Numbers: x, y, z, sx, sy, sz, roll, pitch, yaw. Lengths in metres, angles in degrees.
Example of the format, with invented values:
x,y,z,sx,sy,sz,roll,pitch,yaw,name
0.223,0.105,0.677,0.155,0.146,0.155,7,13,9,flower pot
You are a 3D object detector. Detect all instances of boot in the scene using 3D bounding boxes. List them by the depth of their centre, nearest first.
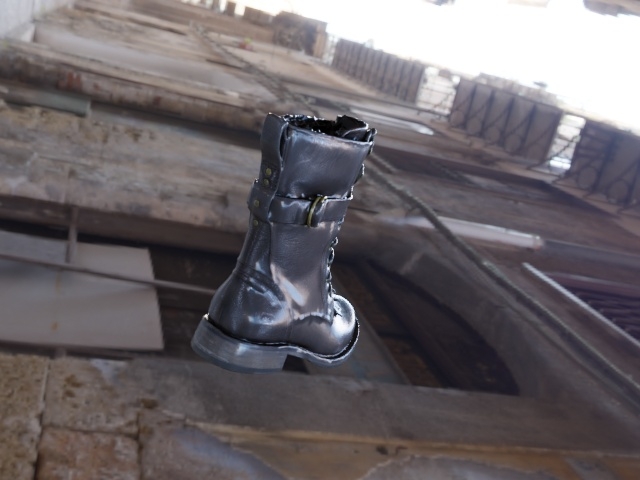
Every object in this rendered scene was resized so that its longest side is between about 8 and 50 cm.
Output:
x,y,z,sx,sy,sz,roll,pitch,yaw,name
0.000,0.000,0.696,0.091,0.263,0.229,26,-79,24,boot
